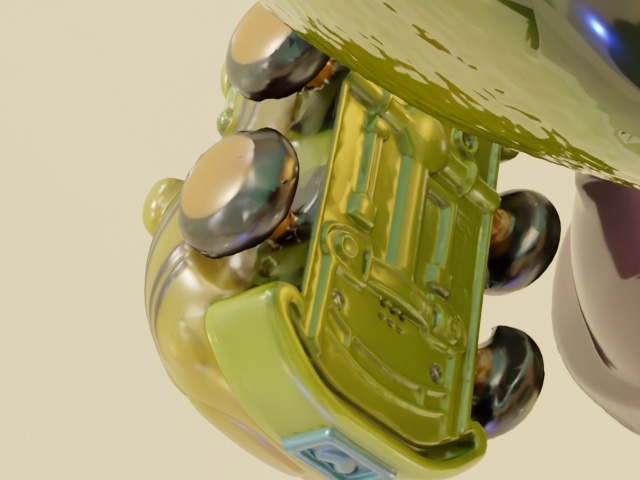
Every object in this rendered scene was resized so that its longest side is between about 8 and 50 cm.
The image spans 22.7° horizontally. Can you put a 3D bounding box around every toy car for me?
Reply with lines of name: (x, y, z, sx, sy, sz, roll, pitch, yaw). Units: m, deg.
toy car: (0.000, 0.000, 0.740, 0.200, 0.142, 0.248, 41, -133, -32)

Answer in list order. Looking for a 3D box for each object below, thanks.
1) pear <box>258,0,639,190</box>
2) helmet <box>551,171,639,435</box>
pear: (0.117, -0.141, 0.341, 0.399, 0.399, 0.165, 29, -147, -16)
helmet: (0.248, -0.024, 0.774, 0.271, 0.338, 0.197, -60, -37, -20)
